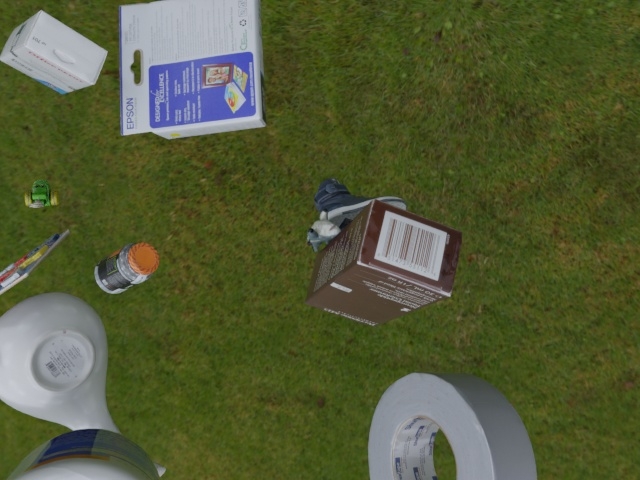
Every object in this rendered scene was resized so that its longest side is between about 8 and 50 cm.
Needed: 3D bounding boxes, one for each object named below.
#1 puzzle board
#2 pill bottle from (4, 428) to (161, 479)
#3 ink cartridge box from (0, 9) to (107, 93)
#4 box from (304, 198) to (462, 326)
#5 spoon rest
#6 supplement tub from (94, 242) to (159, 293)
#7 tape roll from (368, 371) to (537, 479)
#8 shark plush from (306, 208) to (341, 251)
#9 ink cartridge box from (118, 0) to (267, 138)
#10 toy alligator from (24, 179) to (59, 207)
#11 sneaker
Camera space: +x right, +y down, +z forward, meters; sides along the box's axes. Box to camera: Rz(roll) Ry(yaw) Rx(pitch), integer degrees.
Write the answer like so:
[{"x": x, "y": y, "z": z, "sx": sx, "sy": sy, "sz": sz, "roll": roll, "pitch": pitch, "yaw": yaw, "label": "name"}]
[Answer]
[{"x": -0.346, "y": 0.039, "z": 0.626, "sx": 0.128, "sy": 0.096, "sz": 0.011, "roll": -30, "pitch": 112, "yaw": 18, "label": "puzzle board"}, {"x": -0.212, "y": 0.250, "z": 0.493, "sx": 0.152, "sy": 0.152, "sz": 0.272, "roll": 42, "pitch": 159, "yaw": -7, "label": "pill bottle"}, {"x": -0.538, "y": -0.370, "z": 1.131, "sx": 0.190, "sy": 0.082, "sz": 0.139, "roll": 6, "pitch": 163, "yaw": 47, "label": "ink cartridge box"}, {"x": 0.111, "y": 0.065, "z": 1.173, "sx": 0.191, "sy": 0.143, "sz": 0.381, "roll": 19, "pitch": 160, "yaw": -9, "label": "box"}, {"x": -0.292, "y": 0.191, "z": 0.682, "sx": 0.084, "sy": 0.137, "sz": 0.277, "roll": -2, "pitch": 119, "yaw": 48, "label": "spoon rest"}, {"x": -0.561, "y": 0.078, "z": 1.638, "sx": 0.190, "sy": 0.117, "sz": 0.117, "roll": -22, "pitch": 107, "yaw": 37, "label": "supplement tub"}, {"x": 0.150, "y": 0.273, "z": 0.687, "sx": 0.072, "sy": 0.219, "sz": 0.219, "roll": 8, "pitch": 121, "yaw": -31, "label": "tape roll"}, {"x": 0.000, "y": 0.000, "z": 1.306, "sx": 0.067, "sy": 0.073, "sz": 0.161, "roll": 34, "pitch": 142, "yaw": 2, "label": "shark plush"}, {"x": -0.276, "y": -0.377, "z": 1.216, "sx": 0.306, "sy": 0.072, "sz": 0.304, "roll": -5, "pitch": 81, "yaw": 9, "label": "ink cartridge box"}, {"x": -0.543, "y": -0.093, "z": 1.092, "sx": 0.056, "sy": 0.189, "sz": 0.052, "roll": -4, "pitch": 97, "yaw": -21, "label": "toy alligator"}, {"x": 0.095, "y": -0.104, "z": 1.449, "sx": 0.226, "sy": 0.163, "sz": 0.086, "roll": -9, "pitch": 128, "yaw": -14, "label": "sneaker"}]
